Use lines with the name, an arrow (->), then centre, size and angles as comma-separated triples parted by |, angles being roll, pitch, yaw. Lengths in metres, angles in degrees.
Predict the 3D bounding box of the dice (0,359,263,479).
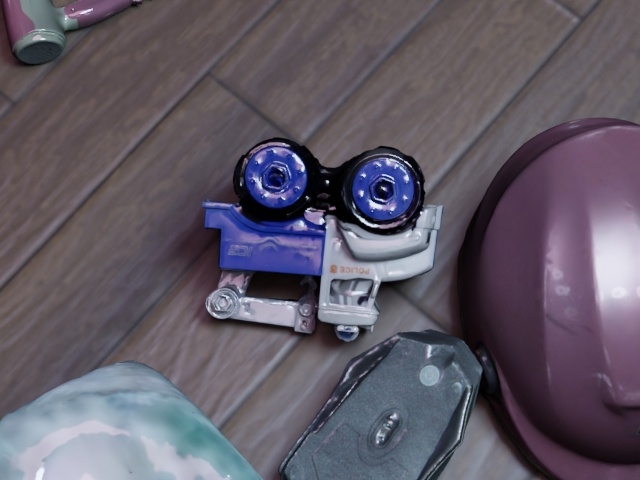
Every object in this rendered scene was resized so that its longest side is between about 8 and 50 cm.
dice -> -0.163, 0.310, 1.156 | 0.328, 0.330, 0.348 | -38, 73, -13

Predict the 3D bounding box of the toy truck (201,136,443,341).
toy truck -> 0.000, 0.000, 1.375 | 0.213, 0.161, 0.177 | 5, 90, 1

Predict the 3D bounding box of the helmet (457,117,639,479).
helmet -> 0.262, 0.043, 1.328 | 0.271, 0.197, 0.338 | -8, 70, -6

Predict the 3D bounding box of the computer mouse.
computer mouse -> 0.058, 0.182, 1.341 | 0.126, 0.071, 0.231 | 33, 86, 26

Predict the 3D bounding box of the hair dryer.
hair dryer -> -0.234, -0.234, 1.505 | 0.154, 0.054, 0.106 | -9, 66, -14
